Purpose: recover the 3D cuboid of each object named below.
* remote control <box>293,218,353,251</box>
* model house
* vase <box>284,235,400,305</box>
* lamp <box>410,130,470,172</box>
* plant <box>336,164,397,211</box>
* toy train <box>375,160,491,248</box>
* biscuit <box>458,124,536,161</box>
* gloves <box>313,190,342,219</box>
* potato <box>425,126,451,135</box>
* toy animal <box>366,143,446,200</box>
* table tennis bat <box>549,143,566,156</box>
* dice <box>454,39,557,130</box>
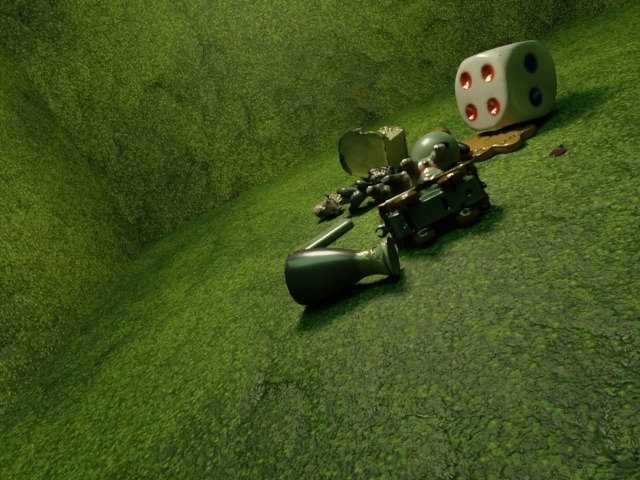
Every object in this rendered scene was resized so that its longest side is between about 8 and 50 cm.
[{"bbox_3d":[0.000,0.000,1.815,0.309,0.038,0.090,-35,18,-19],"label":"remote control"},{"bbox_3d":[0.285,-0.478,2.267,0.321,0.261,0.266,13,40,41],"label":"model house"},{"bbox_3d":[0.067,0.084,1.338,0.321,0.173,0.173,-14,23,23],"label":"vase"},{"bbox_3d":[0.471,-0.341,1.793,0.243,0.198,0.197,-15,5,-43],"label":"lamp"},{"bbox_3d":[0.203,-0.222,1.932,0.274,0.146,0.149,-21,23,23],"label":"plant"},{"bbox_3d":[0.342,-0.108,1.441,0.369,0.163,0.232,-26,10,8],"label":"toy train"},{"bbox_3d":[0.697,-0.409,1.868,0.275,0.052,0.355,-37,21,-23],"label":"biscuit"},{"bbox_3d":[0.038,-0.154,2.074,0.144,0.110,0.094,-51,14,32],"label":"gloves"},{"bbox_3d":[0.504,-0.415,2.003,0.137,0.155,0.200,11,46,29],"label":"potato"},{"bbox_3d":[0.336,-0.183,1.662,0.307,0.188,0.266,-22,-9,7],"label":"toy animal"},{"bbox_3d":[0.801,-0.303,1.514,0.050,0.007,0.083,-8,29,47],"label":"table tennis bat"},{"bbox_3d":[0.766,-0.634,1.869,0.304,0.304,0.277,-19,13,-27],"label":"dice"}]
